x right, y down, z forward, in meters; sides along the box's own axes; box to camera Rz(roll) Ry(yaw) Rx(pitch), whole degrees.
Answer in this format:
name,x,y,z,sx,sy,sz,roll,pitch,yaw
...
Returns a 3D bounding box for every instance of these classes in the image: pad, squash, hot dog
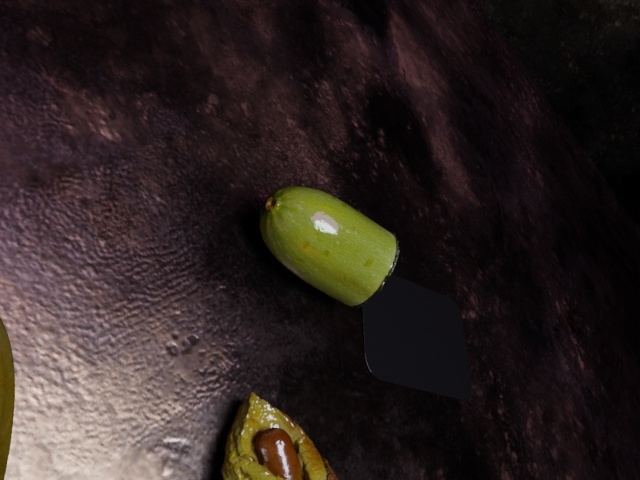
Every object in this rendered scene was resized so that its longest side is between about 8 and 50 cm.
name,x,y,z,sx,sy,sz,roll,pitch,yaw
pad,0.156,0.148,0.900,0.267,0.004,0.181,24,52,-39
squash,0.000,0.000,0.723,0.187,0.123,0.123,30,49,-30
hot dog,-0.023,0.276,0.558,0.123,0.093,0.261,-14,80,-50

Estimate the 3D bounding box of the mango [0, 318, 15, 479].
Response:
name,x,y,z,sx,sy,sz,roll,pitch,yaw
mango,-0.271,0.127,0.349,0.156,0.114,0.251,10,61,-53
